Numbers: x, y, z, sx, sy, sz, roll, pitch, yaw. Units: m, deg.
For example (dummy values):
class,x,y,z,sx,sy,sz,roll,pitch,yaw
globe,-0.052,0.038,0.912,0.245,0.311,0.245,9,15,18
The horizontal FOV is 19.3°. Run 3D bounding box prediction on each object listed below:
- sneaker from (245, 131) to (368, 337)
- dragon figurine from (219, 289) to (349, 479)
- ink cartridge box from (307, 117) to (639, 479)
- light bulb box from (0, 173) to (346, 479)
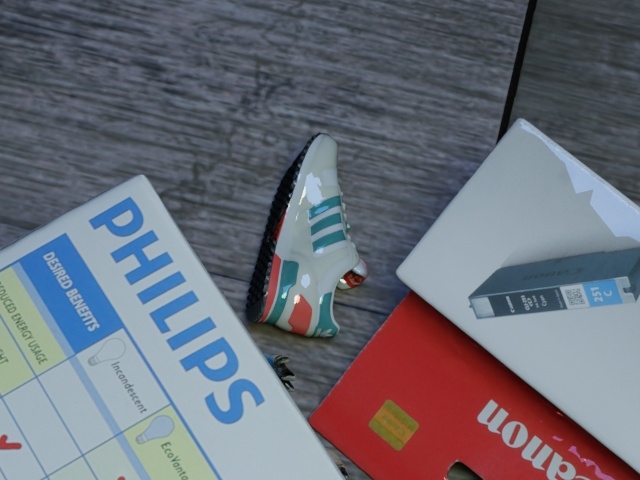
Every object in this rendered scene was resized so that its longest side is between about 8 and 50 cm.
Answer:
class,x,y,z,sx,sy,sz,roll,pitch,yaw
sneaker,0.000,0.000,1.378,0.075,0.057,0.161,22,59,-11
dragon figurine,-0.075,0.147,1.266,0.144,0.085,0.289,-22,66,-16
ink cartridge box,0.169,0.110,1.252,0.296,0.066,0.261,39,94,16
light bulb box,-0.154,0.223,1.050,0.361,0.225,0.358,-30,63,-11
